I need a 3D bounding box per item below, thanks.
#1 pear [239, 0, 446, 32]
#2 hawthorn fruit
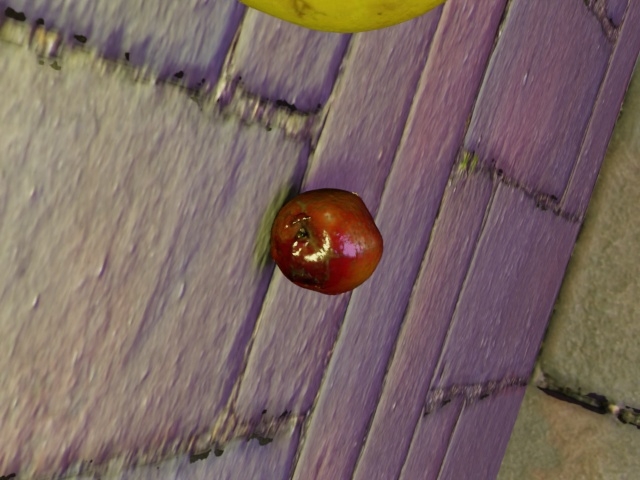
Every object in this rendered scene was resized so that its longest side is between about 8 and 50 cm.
[{"bbox_3d":[0.007,-0.171,0.868,0.149,0.162,0.149,-40,139,-47],"label":"pear"},{"bbox_3d":[0.002,0.002,1.221,0.077,0.077,0.077,19,90,-75],"label":"hawthorn fruit"}]
